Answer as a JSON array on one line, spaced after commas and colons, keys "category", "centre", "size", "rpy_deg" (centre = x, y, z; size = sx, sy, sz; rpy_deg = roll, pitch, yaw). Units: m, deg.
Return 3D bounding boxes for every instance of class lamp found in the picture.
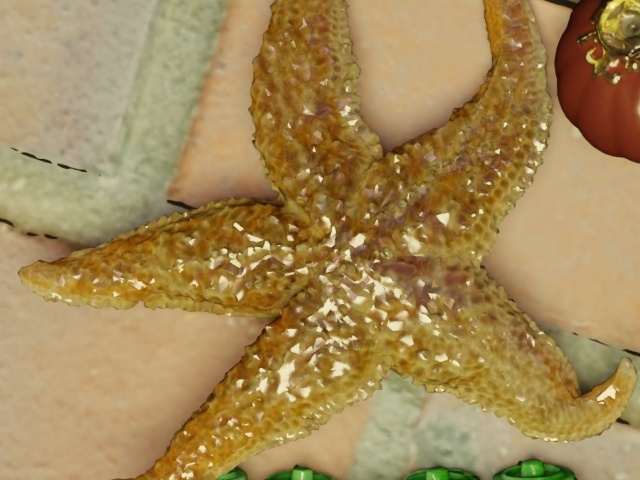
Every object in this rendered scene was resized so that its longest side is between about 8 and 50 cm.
[{"category": "lamp", "centre": [0.160, -0.083, 0.790], "size": [0.101, 0.090, 0.101], "rpy_deg": [-12, 65, 27]}]

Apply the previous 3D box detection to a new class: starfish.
[{"category": "starfish", "centre": [0.000, 0.000, 0.800], "size": [0.302, 0.060, 0.299], "rpy_deg": [-30, 87, -4]}]

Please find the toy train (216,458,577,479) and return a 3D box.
[{"category": "toy train", "centre": [0.022, 0.152, 0.811], "size": [0.251, 0.119, 0.085], "rpy_deg": [-2, 97, 4]}]
